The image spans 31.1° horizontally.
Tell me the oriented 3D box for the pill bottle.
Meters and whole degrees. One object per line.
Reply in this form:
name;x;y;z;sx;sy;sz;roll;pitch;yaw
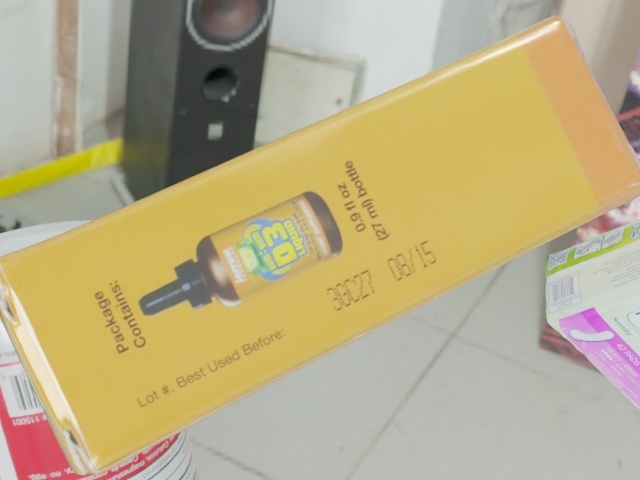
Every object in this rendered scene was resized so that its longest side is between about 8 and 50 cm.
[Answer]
pill bottle;-0.247;0.204;1.148;0.229;0.407;0.229;-9;21;3

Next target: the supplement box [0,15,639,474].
supplement box;0.000;0.000;0.427;0.233;0.080;0.078;-25;89;-19

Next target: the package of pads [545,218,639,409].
package of pads;0.396;0.089;1.127;0.296;0.229;0.101;40;43;-27
